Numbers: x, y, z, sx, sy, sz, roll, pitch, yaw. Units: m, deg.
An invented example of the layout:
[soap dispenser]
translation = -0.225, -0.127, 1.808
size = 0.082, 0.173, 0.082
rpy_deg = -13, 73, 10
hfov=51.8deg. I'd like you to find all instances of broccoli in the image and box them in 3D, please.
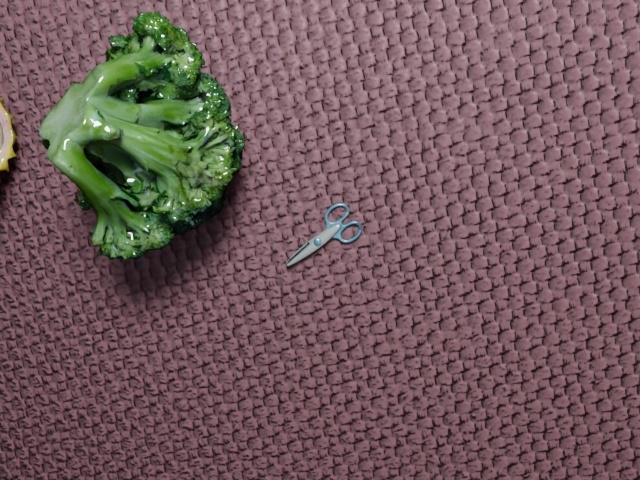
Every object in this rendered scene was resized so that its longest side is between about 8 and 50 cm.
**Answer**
[broccoli]
translation = -0.229, -0.123, 0.817
size = 0.265, 0.245, 0.295
rpy_deg = 4, 78, 24

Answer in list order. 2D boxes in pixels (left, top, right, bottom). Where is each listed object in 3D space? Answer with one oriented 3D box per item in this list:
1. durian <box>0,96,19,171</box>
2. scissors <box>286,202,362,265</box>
[durian]
translation = -0.504, -0.134, 0.893
size = 0.182, 0.132, 0.165
rpy_deg = 37, 114, -14
[scissors]
translation = 0.000, 0.000, 0.927
size = 0.119, 0.014, 0.058
rpy_deg = -37, 95, 8
